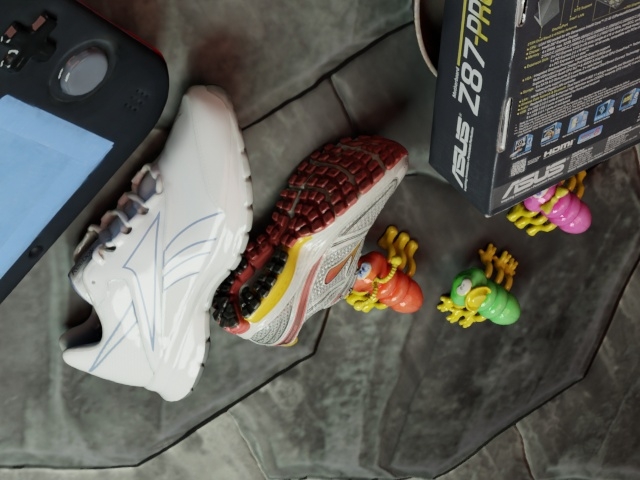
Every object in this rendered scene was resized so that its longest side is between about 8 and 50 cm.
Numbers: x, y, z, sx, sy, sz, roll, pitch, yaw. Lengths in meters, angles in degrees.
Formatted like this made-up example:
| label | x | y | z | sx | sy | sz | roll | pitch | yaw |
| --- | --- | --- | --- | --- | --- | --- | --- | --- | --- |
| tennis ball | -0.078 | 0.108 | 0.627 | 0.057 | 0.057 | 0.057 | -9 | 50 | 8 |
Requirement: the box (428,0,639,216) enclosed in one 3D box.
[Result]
| label | x | y | z | sx | sy | sz | roll | pitch | yaw |
| --- | --- | --- | --- | --- | --- | --- | --- | --- | --- |
| box | 0.278 | -0.223 | 0.943 | 0.395 | 0.097 | 0.318 | -25 | 142 | -22 |

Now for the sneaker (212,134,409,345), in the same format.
| label | x | y | z | sx | sy | sz | roll | pitch | yaw |
| --- | --- | --- | --- | --- | --- | --- | --- | --- | --- |
| sneaker | 0.000 | 0.000 | 1.045 | 0.225 | 0.088 | 0.092 | -49 | 132 | 6 |

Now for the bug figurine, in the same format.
| label | x | y | z | sx | sy | sz | roll | pitch | yaw |
| --- | --- | --- | --- | --- | --- | --- | --- | --- | --- |
| bug figurine | 0.153 | -0.016 | 1.109 | 0.216 | 0.072 | 0.279 | 27 | 104 | -33 |

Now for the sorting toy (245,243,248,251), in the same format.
| label | x | y | z | sx | sy | sz | roll | pitch | yaw |
| --- | --- | --- | --- | --- | --- | --- | --- | --- | --- |
| sorting toy | -0.057 | 0.043 | 1.087 | 0.062 | 0.012 | 0.083 | 3 | 116 | -25 |

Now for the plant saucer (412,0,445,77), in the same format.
| label | x | y | z | sx | sy | sz | roll | pitch | yaw |
| --- | --- | --- | --- | --- | --- | --- | --- | --- | --- |
| plant saucer | 0.191 | -0.259 | 0.949 | 0.310 | 0.050 | 0.311 | -26 | 144 | -21 |

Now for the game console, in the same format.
| label | x | y | z | sx | sy | sz | roll | pitch | yaw |
| --- | --- | --- | --- | --- | --- | --- | --- | --- | --- |
| game console | -0.298 | -0.027 | 0.808 | 0.386 | 0.060 | 0.342 | -48 | 162 | 7 |

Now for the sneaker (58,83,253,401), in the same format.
| label | x | y | z | sx | sy | sz | roll | pitch | yaw |
| --- | --- | --- | --- | --- | --- | --- | --- | --- | --- |
| sneaker | -0.139 | 0.007 | 0.978 | 0.129 | 0.111 | 0.297 | 9 | 113 | -21 |
